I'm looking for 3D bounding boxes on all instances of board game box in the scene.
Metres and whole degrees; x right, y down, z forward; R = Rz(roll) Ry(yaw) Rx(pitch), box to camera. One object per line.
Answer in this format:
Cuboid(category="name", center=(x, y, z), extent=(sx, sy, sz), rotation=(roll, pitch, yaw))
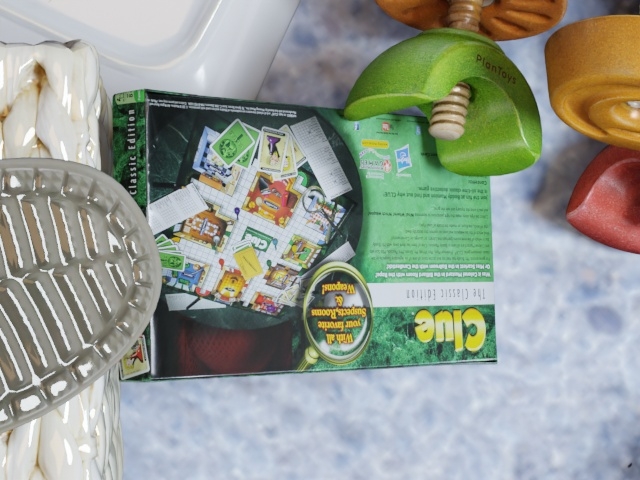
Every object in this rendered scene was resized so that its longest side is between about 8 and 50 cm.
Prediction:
Cuboid(category="board game box", center=(0.000, 0.000, 1.004), extent=(0.030, 0.260, 0.136), rotation=(-7, 84, 42))

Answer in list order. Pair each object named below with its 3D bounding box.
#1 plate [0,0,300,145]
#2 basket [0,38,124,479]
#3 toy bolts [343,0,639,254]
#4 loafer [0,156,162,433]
Cuboid(category="plate", center=(-0.124, -0.210, 1.086), extent=(0.277, 0.045, 0.278), rotation=(26, 87, -2))
Cuboid(category="basket", center=(-0.227, 0.066, 0.926), extent=(0.266, 0.328, 0.331), rotation=(-2, 90, -4))
Cuboid(category="toy bolts", center=(0.159, -0.108, 1.016), extent=(0.228, 0.218, 0.158), rotation=(26, 67, -37))
Cuboid(category="loafer", center=(-0.187, 0.042, 0.726), extent=(0.268, 0.092, 0.102), rotation=(-22, 100, -22))
